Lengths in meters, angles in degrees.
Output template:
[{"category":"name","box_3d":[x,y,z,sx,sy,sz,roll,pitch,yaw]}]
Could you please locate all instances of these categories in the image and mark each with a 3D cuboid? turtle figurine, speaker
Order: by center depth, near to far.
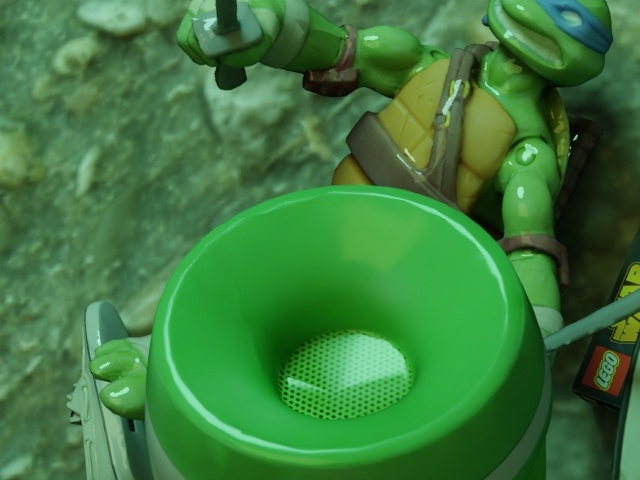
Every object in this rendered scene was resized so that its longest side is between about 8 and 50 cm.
[{"category":"speaker","box_3d":[0.019,0.122,0.619,0.131,0.296,0.131,-4,46,4]},{"category":"turtle figurine","box_3d":[0.000,0.000,0.721,0.198,0.274,0.266,32,113,-5]}]

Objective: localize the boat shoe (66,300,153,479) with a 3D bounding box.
[{"category":"boat shoe","box_3d":[-0.107,0.079,0.867,0.035,0.035,0.100,-20,70,17]}]

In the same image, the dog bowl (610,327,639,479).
[{"category":"dog bowl","box_3d":[0.311,0.092,0.572,0.408,0.150,0.408,-10,67,25]}]

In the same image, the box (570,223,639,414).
[{"category":"box","box_3d":[0.173,0.018,0.744,0.094,0.027,0.137,18,81,33]}]
